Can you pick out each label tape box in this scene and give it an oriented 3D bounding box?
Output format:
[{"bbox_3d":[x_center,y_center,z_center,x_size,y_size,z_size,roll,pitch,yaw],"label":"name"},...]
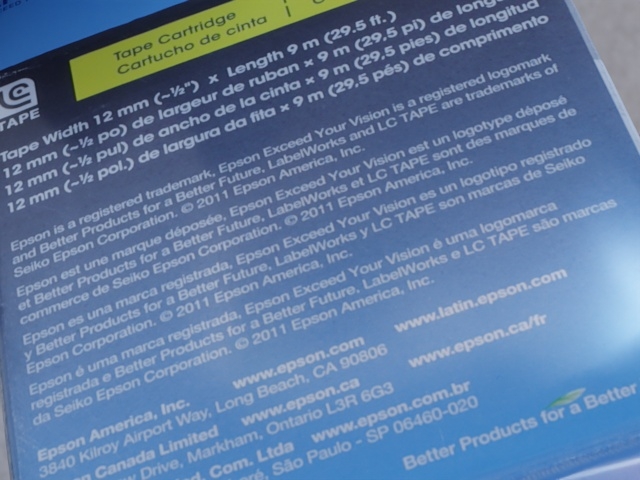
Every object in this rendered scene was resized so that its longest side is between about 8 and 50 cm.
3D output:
[{"bbox_3d":[0.000,0.000,0.716,0.115,0.249,0.348,68,4,-45],"label":"label tape box"}]
